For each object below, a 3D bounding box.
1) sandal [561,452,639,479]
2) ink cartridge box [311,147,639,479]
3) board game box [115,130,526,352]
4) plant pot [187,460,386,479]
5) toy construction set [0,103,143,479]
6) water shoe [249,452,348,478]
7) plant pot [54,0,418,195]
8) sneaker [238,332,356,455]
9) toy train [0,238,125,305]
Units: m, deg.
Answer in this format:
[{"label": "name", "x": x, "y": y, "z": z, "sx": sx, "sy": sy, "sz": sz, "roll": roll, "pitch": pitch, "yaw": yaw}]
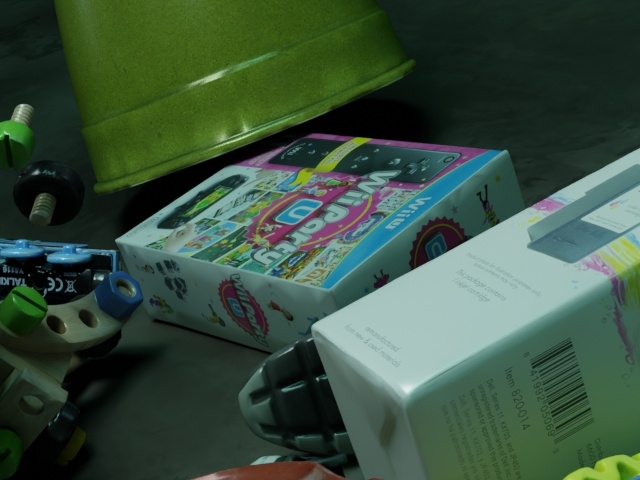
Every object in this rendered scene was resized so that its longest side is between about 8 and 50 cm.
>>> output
[{"label": "sandal", "x": 0.214, "y": 0.170, "z": 0.784, "sx": 0.317, "sy": 0.126, "sz": 0.138, "roll": -26, "pitch": 32, "yaw": -25}, {"label": "ink cartridge box", "x": 0.195, "y": 0.071, "z": 0.913, "sx": 0.353, "sy": 0.207, "sz": 0.119, "roll": -27, "pitch": 27, "yaw": -17}, {"label": "board game box", "x": 0.000, "y": 0.000, "z": 1.341, "sx": 0.224, "sy": 0.097, "sz": 0.303, "roll": -37, "pitch": 30, "yaw": -31}, {"label": "plant pot", "x": -0.010, "y": 0.254, "z": 0.624, "sx": 0.272, "sy": 0.265, "sz": 0.272, "roll": -17, "pitch": 24, "yaw": 8}, {"label": "toy construction set", "x": -0.317, "y": 0.093, "z": 1.254, "sx": 0.309, "sy": 0.257, "sz": 0.237, "roll": -21, "pitch": 36, "yaw": 19}, {"label": "water shoe", "x": -0.016, "y": 0.197, "z": 0.976, "sx": 0.080, "sy": 0.073, "sz": 0.203, "roll": -13, "pitch": 26, "yaw": 9}, {"label": "plant pot", "x": -0.131, "y": -0.278, "z": 1.593, "sx": 0.366, "sy": 0.353, "sz": 0.366, "roll": -21, "pitch": 7, "yaw": 3}, {"label": "sneaker", "x": 0.064, "y": 0.086, "z": 1.144, "sx": 0.267, "sy": 0.101, "sz": 0.106, "roll": -18, "pitch": 12, "yaw": -12}, {"label": "toy train", "x": -0.273, "y": 0.035, "z": 1.470, "sx": 0.184, "sy": 0.080, "sz": 0.105, "roll": 2, "pitch": 8, "yaw": 16}]
